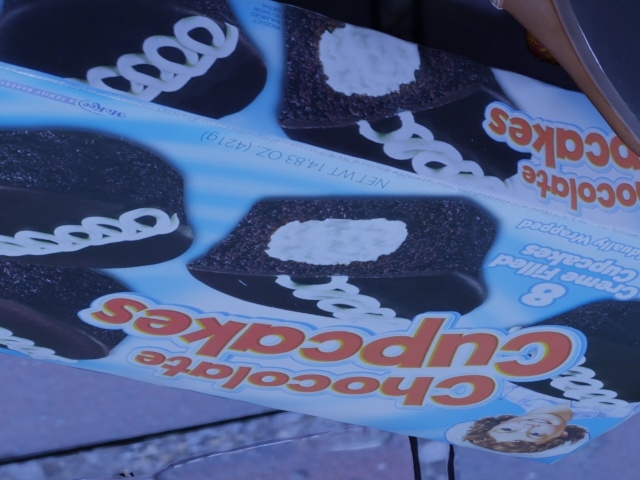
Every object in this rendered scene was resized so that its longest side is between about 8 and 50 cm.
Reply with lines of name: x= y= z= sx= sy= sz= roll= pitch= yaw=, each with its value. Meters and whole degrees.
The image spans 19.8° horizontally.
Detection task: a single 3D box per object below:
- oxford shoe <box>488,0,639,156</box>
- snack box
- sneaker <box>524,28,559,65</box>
oxford shoe: x=0.069 y=-0.108 z=0.610 sx=0.212 sy=0.076 sz=0.076 roll=55 pitch=146 yaw=-11
snack box: x=0.000 y=0.000 z=0.669 sx=0.322 sy=0.060 sz=0.187 roll=14 pitch=149 yaw=-23
sneaker: x=0.124 y=-0.137 z=0.643 sx=0.067 sy=0.064 sz=0.175 roll=35 pitch=111 yaw=-10
